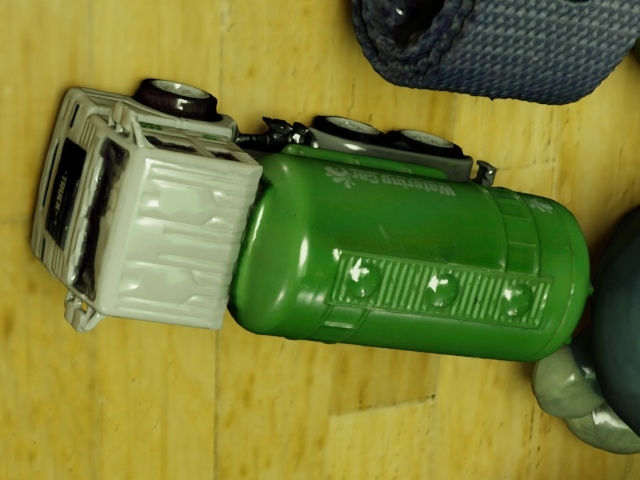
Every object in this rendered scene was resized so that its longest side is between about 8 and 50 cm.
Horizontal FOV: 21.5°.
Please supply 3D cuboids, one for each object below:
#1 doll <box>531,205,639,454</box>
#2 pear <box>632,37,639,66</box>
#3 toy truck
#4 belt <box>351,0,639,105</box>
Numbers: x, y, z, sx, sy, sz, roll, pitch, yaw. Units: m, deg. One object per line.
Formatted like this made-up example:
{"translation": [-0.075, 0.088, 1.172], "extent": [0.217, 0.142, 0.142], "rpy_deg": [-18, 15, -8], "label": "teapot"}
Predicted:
{"translation": [0.216, 0.040, 0.805], "extent": [0.228, 0.258, 0.154], "rpy_deg": [-12, 99, 0], "label": "doll"}
{"translation": [0.240, -0.127, 0.820], "extent": [0.216, 0.166, 0.180], "rpy_deg": [-23, 105, -62], "label": "pear"}
{"translation": [0.000, 0.000, 0.764], "extent": [0.242, 0.125, 0.101], "rpy_deg": [8, 106, -26], "label": "toy truck"}
{"translation": [0.098, -0.175, 0.742], "extent": [0.126, 0.139, 0.230], "rpy_deg": [2, 107, -32], "label": "belt"}
